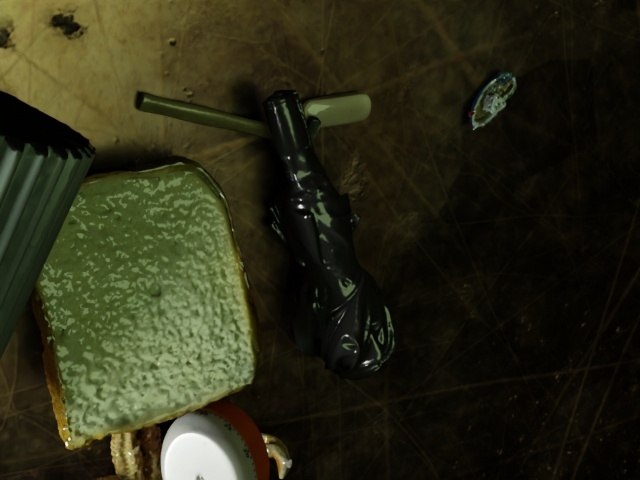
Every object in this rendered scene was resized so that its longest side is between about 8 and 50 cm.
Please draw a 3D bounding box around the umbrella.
[{"bbox_3d":[0.000,0.000,1.178,0.118,0.118,0.340,-26,117,-21],"label":"umbrella"}]

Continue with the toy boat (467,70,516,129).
[{"bbox_3d":[0.203,-0.163,1.289,0.038,0.038,0.083,42,82,-32],"label":"toy boat"}]

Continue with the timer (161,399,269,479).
[{"bbox_3d":[-0.103,0.225,1.114,0.099,0.136,0.136,-4,111,9],"label":"timer"}]

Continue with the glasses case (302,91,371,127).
[{"bbox_3d":[0.018,-0.143,1.196,0.083,0.021,0.032,-12,115,-24],"label":"glasses case"}]

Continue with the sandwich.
[{"bbox_3d":[-0.182,0.050,1.067,0.226,0.087,0.251,-16,94,-23],"label":"sandwich"}]

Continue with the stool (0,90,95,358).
[{"bbox_3d":[-0.378,0.023,0.873,0.297,0.297,0.330,18,100,-33],"label":"stool"}]

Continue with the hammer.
[{"bbox_3d":[-0.097,-0.120,1.138,0.199,0.013,0.062,10,121,-28],"label":"hammer"}]

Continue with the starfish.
[{"bbox_3d":[-0.178,0.291,1.173,0.327,0.094,0.375,-34,119,-32],"label":"starfish"}]
